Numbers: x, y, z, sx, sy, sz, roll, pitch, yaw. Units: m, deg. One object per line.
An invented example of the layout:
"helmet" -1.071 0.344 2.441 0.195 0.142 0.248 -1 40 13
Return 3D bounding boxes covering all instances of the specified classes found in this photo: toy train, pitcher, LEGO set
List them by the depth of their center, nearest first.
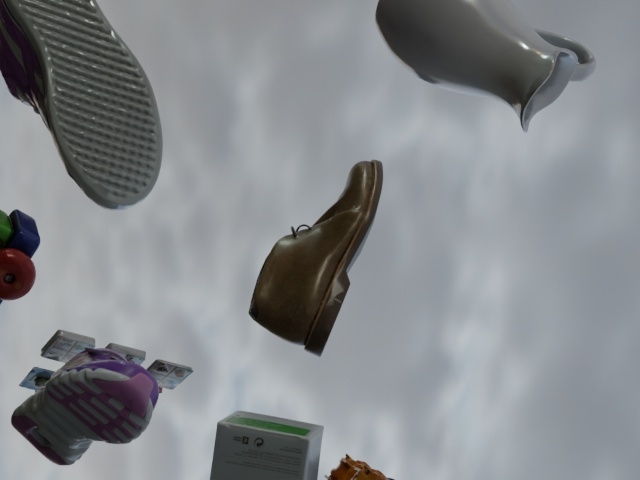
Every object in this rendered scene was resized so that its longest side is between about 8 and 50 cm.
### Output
"toy train" -0.344 0.062 1.357 0.248 0.143 0.105 -55 -158 8
"pitcher" 0.176 -0.212 1.775 0.207 0.178 0.125 35 -58 21
"LEGO set" -0.288 0.170 2.204 0.244 0.182 0.060 136 -35 -54

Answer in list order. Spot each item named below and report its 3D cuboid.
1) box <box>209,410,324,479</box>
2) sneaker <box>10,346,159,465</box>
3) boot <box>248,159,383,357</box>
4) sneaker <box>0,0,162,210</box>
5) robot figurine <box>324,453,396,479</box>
"box" -0.056 0.237 1.752 0.087 0.101 0.102 -10 108 -79
"sneaker" -0.220 0.146 1.676 0.104 0.095 0.236 -51 -167 -32
"boot" 0.000 0.000 2.180 0.112 0.115 0.305 108 4 -54
"sneaker" -0.234 -0.136 1.606 0.282 0.102 0.161 67 -24 17
"robot figurine" 0.122 0.363 1.892 0.085 0.291 0.211 -45 -176 -6
